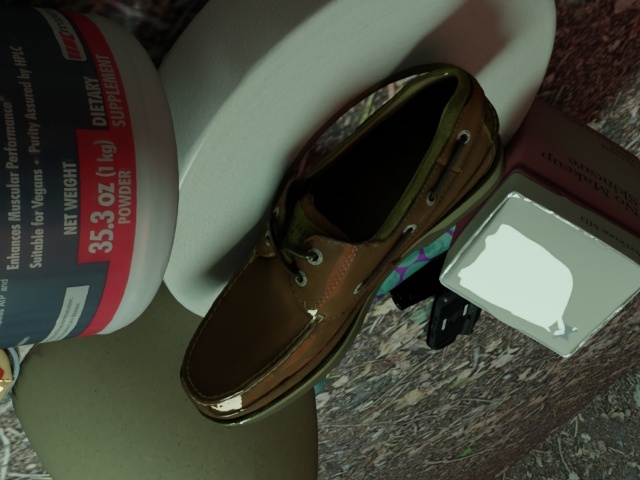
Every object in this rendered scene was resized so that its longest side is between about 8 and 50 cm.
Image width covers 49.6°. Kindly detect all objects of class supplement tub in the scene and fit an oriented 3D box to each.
[{"bbox_3d":[-0.229,-0.030,0.349,0.272,0.191,0.191,-5,140,-38],"label":"supplement tub"}]

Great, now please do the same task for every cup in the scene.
[{"bbox_3d":[-0.133,0.219,0.752,0.331,0.237,0.331,-22,148,-15],"label":"cup"}]

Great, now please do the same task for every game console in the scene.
[{"bbox_3d":[0.199,0.070,1.029,0.213,0.044,0.361,-23,148,-11],"label":"game console"}]

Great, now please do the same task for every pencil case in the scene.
[{"bbox_3d":[0.105,0.006,0.828,0.151,0.064,0.070,-36,165,6],"label":"pencil case"}]

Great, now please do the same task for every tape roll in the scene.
[{"bbox_3d":[0.028,-0.083,0.582,0.392,0.072,0.392,-29,153,-17],"label":"tape roll"}]

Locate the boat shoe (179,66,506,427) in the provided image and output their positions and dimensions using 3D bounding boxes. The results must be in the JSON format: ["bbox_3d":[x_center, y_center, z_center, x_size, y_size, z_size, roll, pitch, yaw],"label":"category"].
[{"bbox_3d":[0.000,0.000,0.494,0.307,0.110,0.104,-48,150,-2],"label":"boat shoe"}]

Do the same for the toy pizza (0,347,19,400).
[{"bbox_3d":[-0.376,0.144,0.624,0.201,0.032,0.201,-23,148,-15],"label":"toy pizza"}]

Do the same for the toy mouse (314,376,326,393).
[{"bbox_3d":[-0.020,0.196,0.946,0.161,0.031,0.143,-53,-179,34],"label":"toy mouse"}]

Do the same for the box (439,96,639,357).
[{"bbox_3d":[0.232,-0.025,0.708,0.127,0.148,0.232,-59,-179,38],"label":"box"}]
